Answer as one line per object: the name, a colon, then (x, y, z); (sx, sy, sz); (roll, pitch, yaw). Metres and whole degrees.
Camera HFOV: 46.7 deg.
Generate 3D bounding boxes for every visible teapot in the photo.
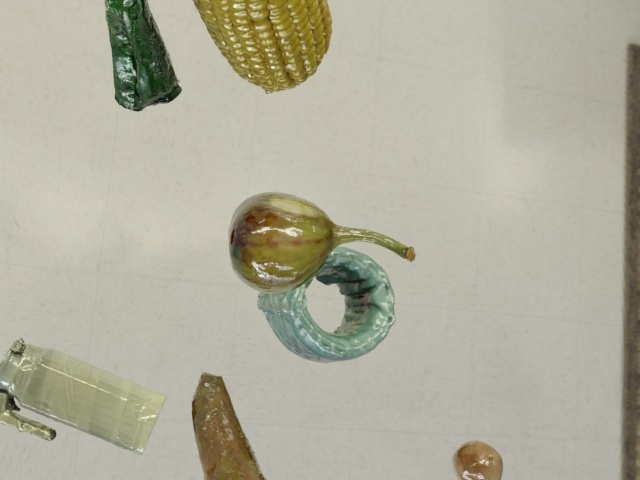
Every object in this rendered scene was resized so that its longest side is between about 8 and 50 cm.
teapot: (-0.302, 0.204, 0.915); (0.200, 0.077, 0.107); (25, 93, -6)

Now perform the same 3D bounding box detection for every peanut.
peanut: (0.238, 0.346, 1.127); (0.076, 0.152, 0.076); (-5, 67, 12)

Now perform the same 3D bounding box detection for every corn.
corn: (-0.078, -0.288, 0.762); (0.144, 0.387, 0.144); (-4, 67, 9)

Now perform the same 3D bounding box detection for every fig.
fig: (0.000, 0.000, 0.974); (0.245, 0.149, 0.149); (-1, 84, 2)

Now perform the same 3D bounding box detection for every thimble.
thimble: (0.008, 0.111, 1.288); (0.235, 0.143, 0.198); (11, 78, -25)

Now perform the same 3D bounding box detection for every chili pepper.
chili pepper: (-0.210, -0.237, 0.870); (0.088, 0.227, 0.059); (-17, 71, -15)

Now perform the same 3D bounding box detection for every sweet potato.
sweet potato: (-0.085, 0.250, 0.757); (0.075, 0.075, 0.273); (-14, 43, -15)
